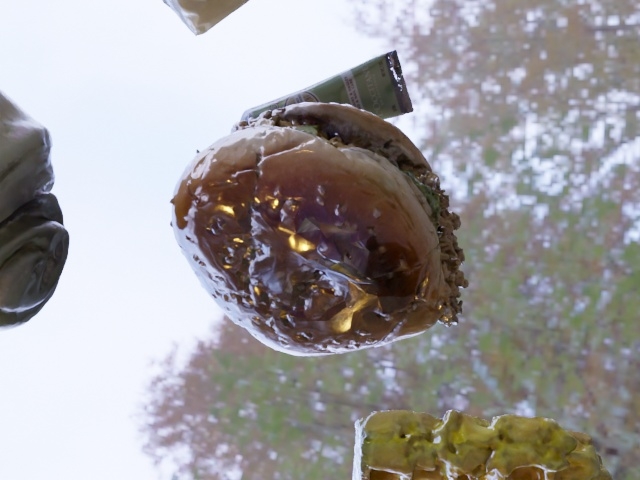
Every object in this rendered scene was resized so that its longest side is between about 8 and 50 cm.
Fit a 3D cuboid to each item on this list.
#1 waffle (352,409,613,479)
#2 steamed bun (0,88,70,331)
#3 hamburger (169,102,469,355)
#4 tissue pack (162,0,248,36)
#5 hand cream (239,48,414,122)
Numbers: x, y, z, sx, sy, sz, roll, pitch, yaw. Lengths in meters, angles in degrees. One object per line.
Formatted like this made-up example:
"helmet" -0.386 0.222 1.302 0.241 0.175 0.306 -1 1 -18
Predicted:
"waffle" 0.131 0.192 1.066 0.160 0.211 0.055 90 180 -56
"steamed bun" -0.354 0.004 1.217 0.346 0.237 0.394 -81 5 -61
"hamburger" 0.000 0.000 1.224 0.146 0.286 0.243 -73 9 -53
"tissue pack" -0.054 -0.257 0.909 0.196 0.092 0.148 -36 -44 -2
"hand cream" 0.002 -0.175 1.729 0.235 0.055 0.086 -18 -78 -5
